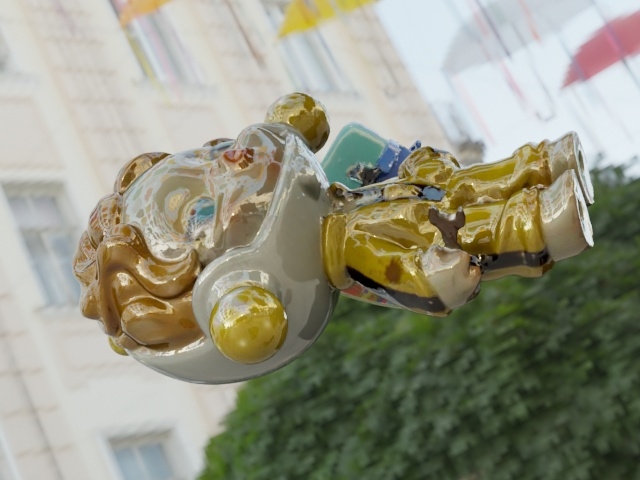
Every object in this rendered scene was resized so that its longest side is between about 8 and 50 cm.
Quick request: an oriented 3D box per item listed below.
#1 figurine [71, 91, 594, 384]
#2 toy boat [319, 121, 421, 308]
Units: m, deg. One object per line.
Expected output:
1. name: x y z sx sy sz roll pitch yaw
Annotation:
1. figurine: 0.002 -0.003 0.454 0.143 0.101 0.068 -24 -56 -3
2. toy boat: 0.029 0.009 0.888 0.091 0.110 0.175 -58 1 -20
